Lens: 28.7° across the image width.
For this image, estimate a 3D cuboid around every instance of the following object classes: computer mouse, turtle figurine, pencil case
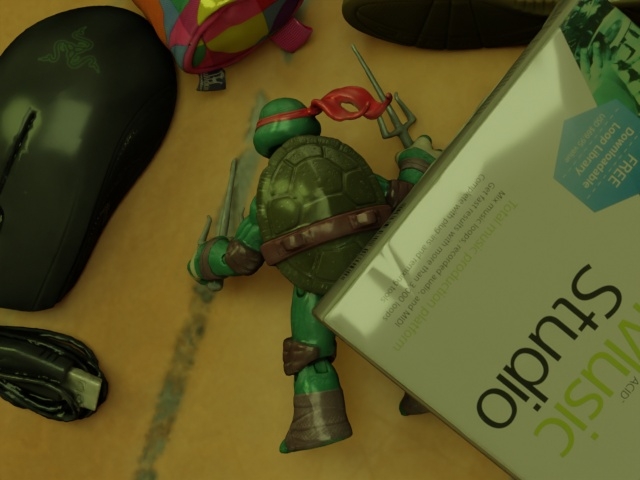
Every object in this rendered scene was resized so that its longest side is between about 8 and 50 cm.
[{"bbox_3d":[-0.184,-0.034,0.804,0.189,0.072,0.272,22,85,12],"label":"computer mouse"},{"bbox_3d":[0.000,0.000,0.755,0.175,0.118,0.234,-17,84,5],"label":"turtle figurine"},{"bbox_3d":[-0.106,-0.213,0.812,0.104,0.104,0.236,-35,78,2],"label":"pencil case"}]

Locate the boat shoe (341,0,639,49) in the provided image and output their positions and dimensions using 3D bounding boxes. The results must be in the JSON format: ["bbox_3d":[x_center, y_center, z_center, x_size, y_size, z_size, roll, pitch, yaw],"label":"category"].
[{"bbox_3d":[0.125,-0.167,0.781,0.224,0.080,0.073,-1,75,3],"label":"boat shoe"}]

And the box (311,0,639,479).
[{"bbox_3d":[0.191,0.051,0.694,0.322,0.058,0.232,39,88,-7],"label":"box"}]
